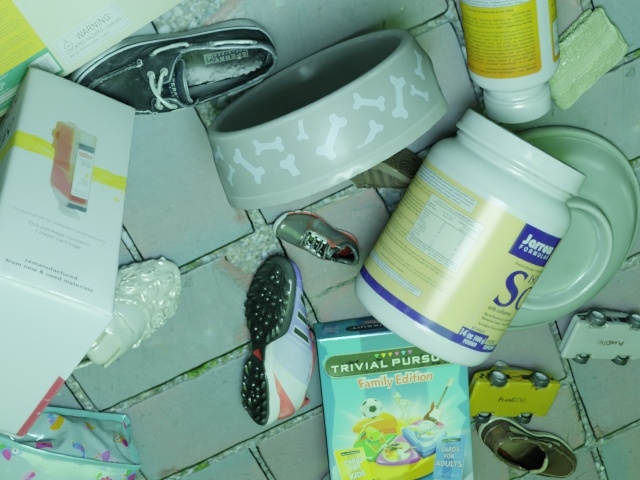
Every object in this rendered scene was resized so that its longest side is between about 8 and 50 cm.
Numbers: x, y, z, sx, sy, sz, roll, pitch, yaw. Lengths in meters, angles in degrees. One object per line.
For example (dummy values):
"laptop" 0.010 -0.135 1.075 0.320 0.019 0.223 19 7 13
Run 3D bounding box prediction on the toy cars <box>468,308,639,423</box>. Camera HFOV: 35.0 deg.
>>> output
"toy cars" 0.429 0.219 1.879 0.393 0.087 0.176 -30 128 -1

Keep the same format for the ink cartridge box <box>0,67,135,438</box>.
"ink cartridge box" -0.377 0.009 1.310 0.160 0.385 0.279 22 128 -24

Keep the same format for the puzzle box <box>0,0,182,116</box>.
"puzzle box" -0.380 -0.351 1.326 0.408 0.052 0.272 -31 124 3

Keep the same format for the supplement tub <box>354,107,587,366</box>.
"supplement tub" 0.226 -0.005 1.532 0.241 0.241 0.331 24 103 -27

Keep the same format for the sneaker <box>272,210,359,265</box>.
"sneaker" 0.000 0.000 1.633 0.157 0.065 0.061 17 114 -24

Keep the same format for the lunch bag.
"lunch bag" -0.462 0.392 1.678 0.262 0.160 0.223 13 116 -29

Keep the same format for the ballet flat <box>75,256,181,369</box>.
"ballet flat" -0.392 0.167 1.580 0.408 0.147 0.147 -25 123 -2

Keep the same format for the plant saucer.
"plant saucer" 0.378 0.005 1.727 0.400 0.100 0.401 -7 120 -12

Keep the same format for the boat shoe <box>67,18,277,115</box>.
"boat shoe" -0.206 -0.227 1.418 0.301 0.102 0.108 -14 122 -8

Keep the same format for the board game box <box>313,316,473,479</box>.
"board game box" 0.130 0.299 1.773 0.253 0.079 0.336 -7 107 -3

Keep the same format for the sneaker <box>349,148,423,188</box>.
"sneaker" 0.086 -0.114 1.605 0.188 0.066 0.071 16 140 -27

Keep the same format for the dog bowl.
"dog bowl" 0.002 -0.175 1.380 0.348 0.349 0.102 -28 110 1

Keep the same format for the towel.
"towel" 0.410 -0.286 1.606 0.148 0.027 0.110 -43 121 11

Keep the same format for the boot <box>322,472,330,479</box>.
"boot" 0.131 0.444 1.930 0.258 0.095 0.123 -29 133 8

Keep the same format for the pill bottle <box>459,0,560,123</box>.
"pill bottle" 0.279 -0.303 1.493 0.136 0.136 0.246 -17 123 -6

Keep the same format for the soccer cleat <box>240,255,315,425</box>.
"soccer cleat" -0.058 0.162 1.704 0.116 0.108 0.318 -13 122 -35

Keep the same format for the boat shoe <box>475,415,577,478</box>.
"boat shoe" 0.411 0.423 1.982 0.257 0.095 0.095 26 110 -27
